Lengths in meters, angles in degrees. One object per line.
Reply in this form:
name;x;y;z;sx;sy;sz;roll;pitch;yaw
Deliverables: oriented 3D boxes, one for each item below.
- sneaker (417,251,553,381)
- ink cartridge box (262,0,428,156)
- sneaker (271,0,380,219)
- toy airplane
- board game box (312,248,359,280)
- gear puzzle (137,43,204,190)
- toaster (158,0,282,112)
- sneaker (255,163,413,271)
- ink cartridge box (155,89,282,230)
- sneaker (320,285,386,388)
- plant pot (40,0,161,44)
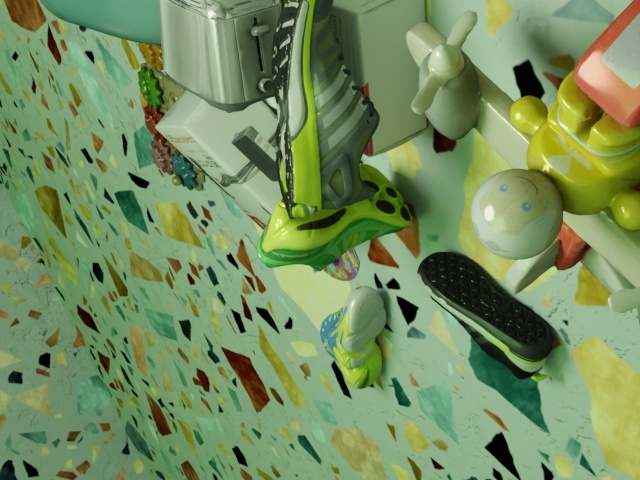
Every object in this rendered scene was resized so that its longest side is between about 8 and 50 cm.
sneaker;0.219;0.113;1.399;0.234;0.084;0.097;43;147;31
ink cartridge box;0.009;-0.264;1.372;0.283;0.117;0.207;31;140;42
sneaker;0.009;-0.177;1.229;0.111;0.121;0.300;-141;49;-70
toy airplane;0.248;-0.053;1.010;0.386;0.272;0.384;9;123;55
board game box;0.000;0.000;1.707;0.133;0.033;0.169;-4;112;59
gear puzzle;-0.310;-0.255;1.971;0.175;0.044;0.339;34;141;41
toaster;-0.135;-0.277;1.341;0.227;0.129;0.146;35;137;44
sneaker;0.017;-0.029;1.397;0.123;0.295;0.109;-41;71;37
ink cartridge box;-0.104;-0.124;1.547;0.273;0.114;0.197;45;169;-19
sneaker;0.041;0.148;1.710;0.126;0.091;0.240;40;146;35
plant pot;-0.247;-0.425;1.494;0.235;0.293;0.293;27;139;26
